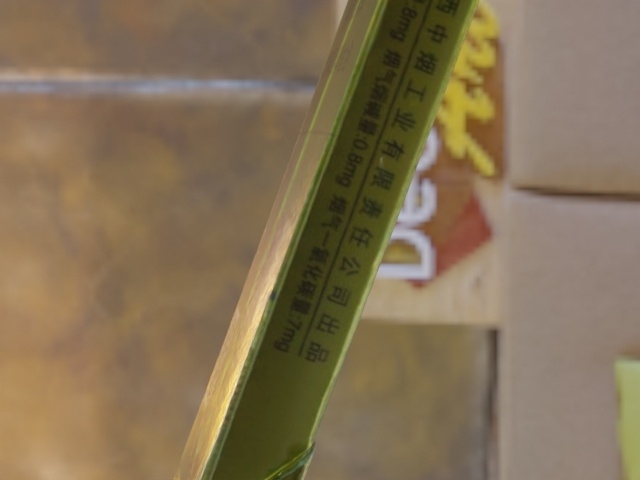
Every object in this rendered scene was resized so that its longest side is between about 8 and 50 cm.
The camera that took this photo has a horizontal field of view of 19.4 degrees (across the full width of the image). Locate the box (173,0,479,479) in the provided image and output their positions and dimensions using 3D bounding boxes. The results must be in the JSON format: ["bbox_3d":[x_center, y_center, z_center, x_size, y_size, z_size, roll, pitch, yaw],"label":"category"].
[{"bbox_3d":[0.000,0.000,0.826,0.173,0.043,0.311,-151,81,-85],"label":"box"}]
